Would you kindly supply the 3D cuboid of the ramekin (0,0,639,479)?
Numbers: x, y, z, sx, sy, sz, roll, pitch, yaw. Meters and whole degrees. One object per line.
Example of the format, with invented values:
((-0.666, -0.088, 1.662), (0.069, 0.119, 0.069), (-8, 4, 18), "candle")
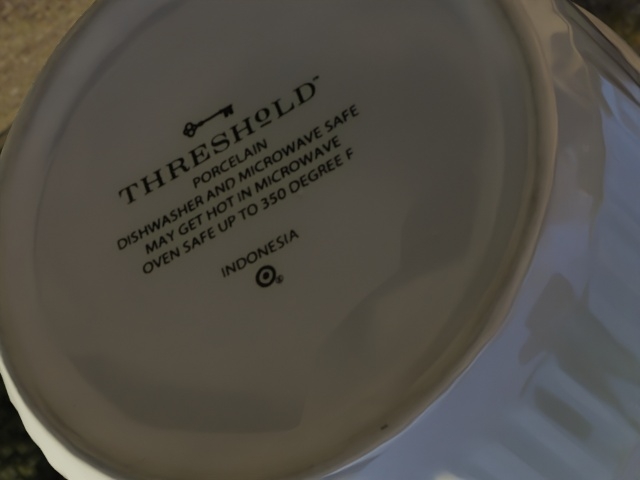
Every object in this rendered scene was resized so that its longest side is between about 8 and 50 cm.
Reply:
((0.000, 0.000, 0.460), (0.273, 0.273, 0.127), (-41, 149, 8), "ramekin")
